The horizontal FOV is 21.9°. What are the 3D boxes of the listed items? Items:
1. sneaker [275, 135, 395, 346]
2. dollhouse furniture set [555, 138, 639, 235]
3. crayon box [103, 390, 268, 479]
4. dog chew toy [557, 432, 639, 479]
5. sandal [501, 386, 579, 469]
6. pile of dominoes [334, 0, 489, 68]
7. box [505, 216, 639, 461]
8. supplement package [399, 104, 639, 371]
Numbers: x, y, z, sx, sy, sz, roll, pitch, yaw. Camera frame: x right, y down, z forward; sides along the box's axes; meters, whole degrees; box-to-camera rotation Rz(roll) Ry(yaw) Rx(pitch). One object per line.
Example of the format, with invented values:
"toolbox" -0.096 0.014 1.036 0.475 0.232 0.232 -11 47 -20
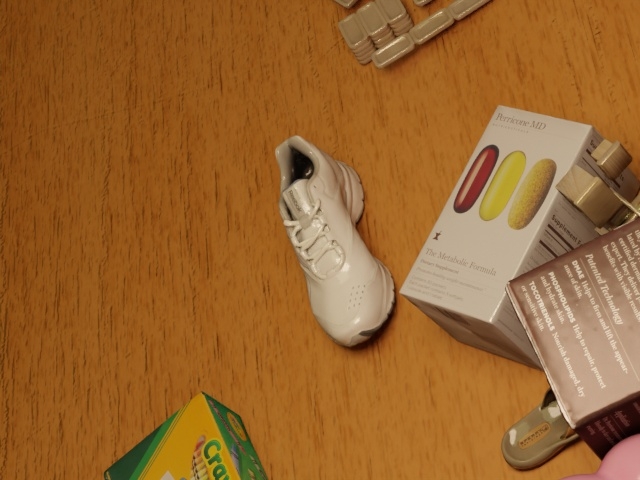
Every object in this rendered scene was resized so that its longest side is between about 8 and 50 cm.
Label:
"sneaker" 0.000 0.000 1.990 0.111 0.129 0.297 -32 49 15
"dollhouse furniture set" 0.366 -0.066 1.722 0.182 0.161 0.101 -49 45 2
"crayon box" -0.132 0.332 1.911 0.165 0.081 0.278 -40 45 11
"dog chew toy" 0.254 0.316 1.548 0.332 0.206 0.206 -46 44 -8
"sandal" 0.257 0.172 1.732 0.180 0.049 0.072 -39 46 11
"pile of dominoes" 0.140 -0.330 2.177 0.251 0.040 0.196 -31 46 7
"box" 0.318 0.092 1.614 0.203 0.168 0.167 -27 61 10
"supplement package" 0.221 -0.005 1.815 0.139 0.134 0.244 17 74 43
